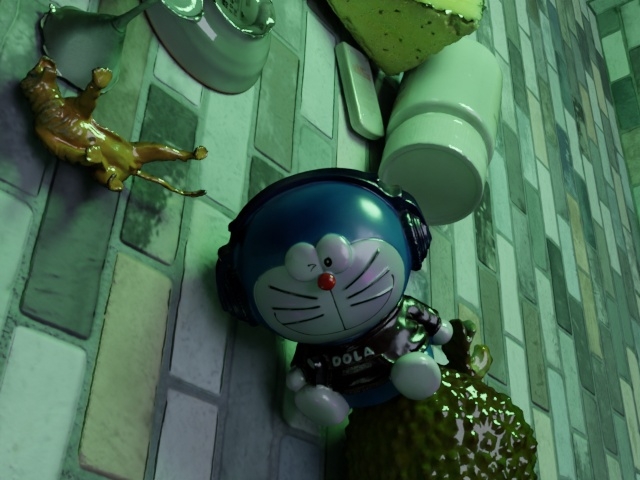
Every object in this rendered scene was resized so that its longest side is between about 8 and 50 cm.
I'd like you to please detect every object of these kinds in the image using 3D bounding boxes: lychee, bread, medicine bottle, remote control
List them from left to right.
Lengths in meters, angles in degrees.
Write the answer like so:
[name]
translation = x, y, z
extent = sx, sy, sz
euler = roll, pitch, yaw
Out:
[remote control]
translation = 0.075, -0.281, 1.501
extent = 0.087, 0.029, 0.190
euler = 15, 58, -50
[bread]
translation = 0.151, -0.516, 1.528
extent = 0.315, 0.279, 0.248
euler = 54, 36, -31
[lychee]
translation = 0.163, 0.293, 1.109
extent = 0.270, 0.270, 0.320
euler = 51, 23, -24
[medicine bottle]
translation = 0.237, -0.219, 1.536
extent = 0.211, 0.211, 0.371
euler = 49, 39, -27

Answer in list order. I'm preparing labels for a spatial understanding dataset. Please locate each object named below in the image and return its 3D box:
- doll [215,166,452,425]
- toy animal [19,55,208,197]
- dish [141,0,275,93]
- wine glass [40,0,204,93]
[doll]
translation = 0.019, 0.057, 1.034
extent = 0.310, 0.284, 0.240
euler = 62, 7, -22
[toy animal]
translation = -0.236, -0.100, 0.931
extent = 0.255, 0.116, 0.114
euler = 40, 66, -43
[dish]
translation = -0.146, -0.356, 1.187
extent = 0.260, 0.085, 0.260
euler = 30, 50, -43
[wine glass]
translation = -0.228, -0.259, 0.932
extent = 0.122, 0.183, 0.122
euler = 30, 51, -45
